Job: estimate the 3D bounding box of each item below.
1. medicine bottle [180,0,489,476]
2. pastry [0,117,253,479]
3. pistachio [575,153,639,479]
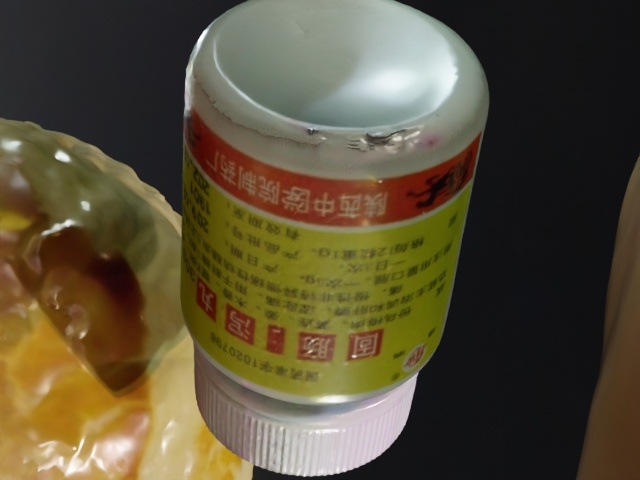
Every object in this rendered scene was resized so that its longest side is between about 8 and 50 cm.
[{"bbox_3d":[0.000,0.000,0.668,0.139,0.139,0.225,54,-30,39],"label":"medicine bottle"},{"bbox_3d":[-0.234,0.108,0.846,0.312,0.389,0.388,-92,-174,-73],"label":"pastry"},{"bbox_3d":[0.233,0.055,0.452,0.281,0.445,0.365,33,-68,1],"label":"pistachio"}]
